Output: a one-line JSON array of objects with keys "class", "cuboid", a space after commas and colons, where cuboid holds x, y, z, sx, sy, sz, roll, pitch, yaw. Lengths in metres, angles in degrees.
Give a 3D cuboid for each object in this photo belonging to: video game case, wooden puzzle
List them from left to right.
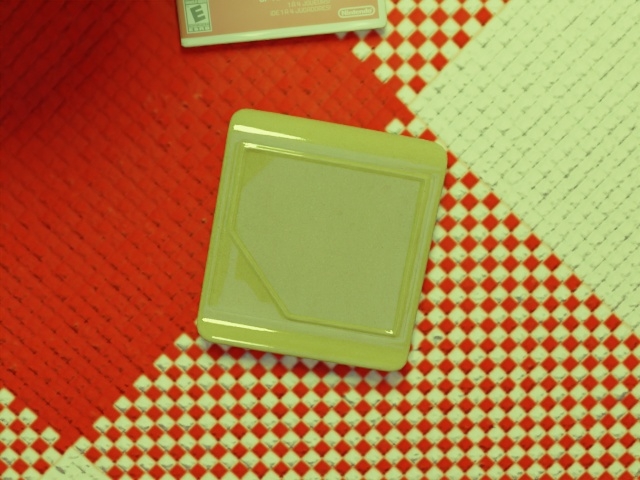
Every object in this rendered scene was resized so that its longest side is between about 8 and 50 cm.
[{"class": "video game case", "cuboid": [-0.049, -0.338, 1.105, 0.204, 0.025, 0.285, -6, 101, -1]}, {"class": "wooden puzzle", "cuboid": [0.000, 0.000, 1.171, 0.221, 0.044, 0.238, 10, 96, -4]}]
